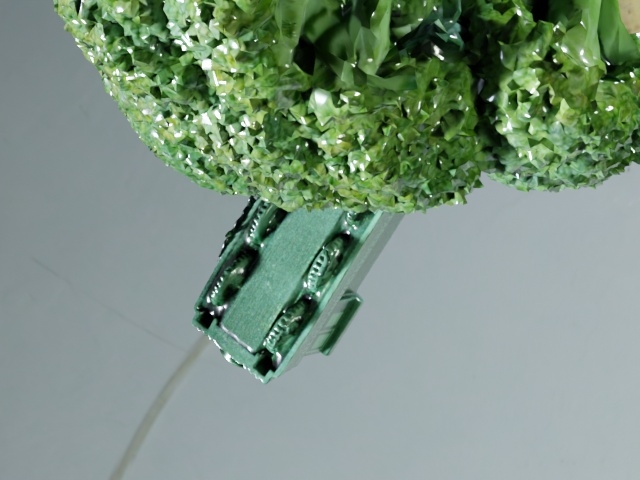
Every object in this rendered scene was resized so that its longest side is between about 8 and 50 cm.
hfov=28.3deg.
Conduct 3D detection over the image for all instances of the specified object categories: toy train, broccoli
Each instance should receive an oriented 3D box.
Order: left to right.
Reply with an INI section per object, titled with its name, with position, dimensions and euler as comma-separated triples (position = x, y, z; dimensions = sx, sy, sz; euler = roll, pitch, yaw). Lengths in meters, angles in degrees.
[broccoli]
position = -0.003, -0.167, 0.675
dimensions = 0.321, 0.310, 0.413
euler = -27, 67, -33
[toy train]
position = 0.000, 0.000, 1.409
dimensions = 0.138, 0.178, 0.330
euler = 38, 105, 20

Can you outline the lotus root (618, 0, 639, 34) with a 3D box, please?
[lotus root]
position = 0.262, -0.139, 1.029
dimensions = 0.154, 0.257, 0.140
euler = -44, 104, -36
